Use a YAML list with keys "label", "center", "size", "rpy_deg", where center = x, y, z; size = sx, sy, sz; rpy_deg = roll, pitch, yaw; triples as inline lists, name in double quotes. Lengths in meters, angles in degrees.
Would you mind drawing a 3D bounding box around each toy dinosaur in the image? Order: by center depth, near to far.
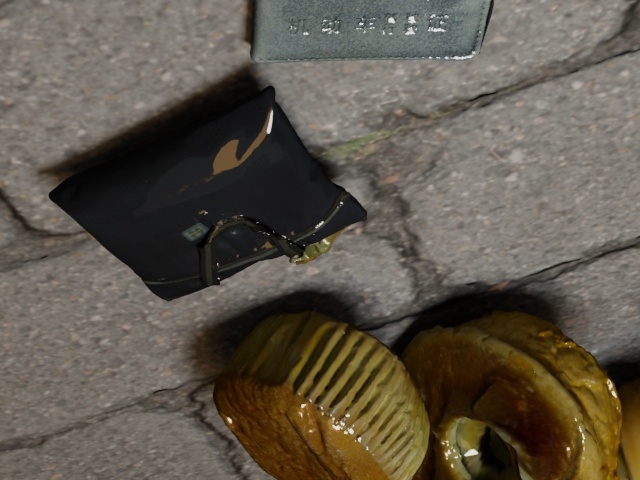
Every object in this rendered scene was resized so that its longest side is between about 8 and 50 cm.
- label: "toy dinosaur"
  center: [-0.004, 0.001, 1.545]
  size: [0.041, 0.026, 0.113]
  rpy_deg: [5, 149, -31]

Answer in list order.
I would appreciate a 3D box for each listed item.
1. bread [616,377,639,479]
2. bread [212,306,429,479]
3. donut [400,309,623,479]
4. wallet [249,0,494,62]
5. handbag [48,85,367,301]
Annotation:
- label: "bread"
  center: [0.470, 0.257, 1.842]
  size: [0.316, 0.211, 0.270]
  rpy_deg: [0, 170, -45]
- label: "bread"
  center: [0.005, 0.200, 1.657]
  size: [0.227, 0.142, 0.253]
  rpy_deg: [12, 150, 35]
- label: "donut"
  center: [0.231, 0.235, 1.722]
  size: [0.160, 0.330, 0.330]
  rpy_deg: [-22, 153, -37]
- label: "wallet"
  center: [0.050, -0.223, 1.263]
  size: [0.222, 0.036, 0.167]
  rpy_deg: [-3, 142, -10]
- label: "handbag"
  center: [-0.105, -0.036, 1.424]
  size: [0.254, 0.088, 0.211]
  rpy_deg: [-24, 136, 17]
